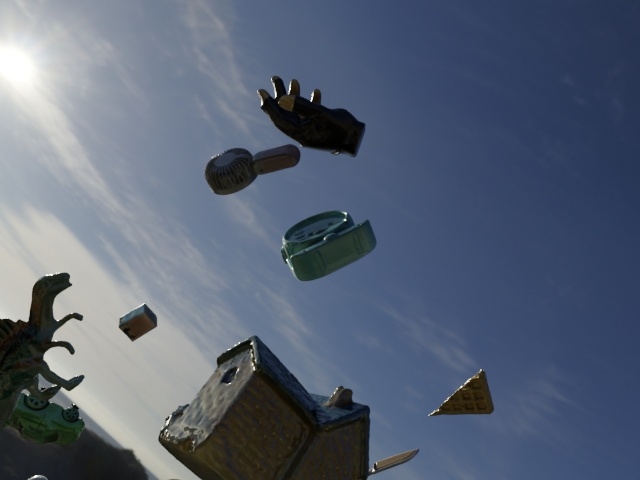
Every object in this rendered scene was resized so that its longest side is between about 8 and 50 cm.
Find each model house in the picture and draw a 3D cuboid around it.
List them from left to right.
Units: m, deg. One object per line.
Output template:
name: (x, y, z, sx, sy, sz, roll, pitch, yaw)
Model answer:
model house: (-0.117, 0.437, 1.274, 0.334, 0.343, 0.382, -8, -52, 51)

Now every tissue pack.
tissue pack: (-0.548, 0.246, 1.633, 0.074, 0.094, 0.059, 58, 3, -32)

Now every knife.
knife: (0.156, 0.628, 1.504, 0.022, 0.256, 0.046, 62, 13, -2)

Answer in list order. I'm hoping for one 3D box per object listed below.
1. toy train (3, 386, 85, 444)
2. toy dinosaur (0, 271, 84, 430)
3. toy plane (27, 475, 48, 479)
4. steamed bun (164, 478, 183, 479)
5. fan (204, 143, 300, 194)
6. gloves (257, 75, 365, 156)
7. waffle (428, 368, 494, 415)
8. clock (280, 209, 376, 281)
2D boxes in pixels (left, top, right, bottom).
toy train: (-0.521, 0.337, 1.006, 0.149, 0.081, 0.099, 32, -52, -9)
toy dinosaur: (-0.296, 0.118, 0.516, 0.106, 0.187, 0.044, 54, -2, -17)
toy plane: (-0.664, 0.622, 1.218, 0.080, 0.174, 0.174, 13, -32, 3)
steamed bun: (-0.283, 0.526, 0.923, 0.177, 0.228, 0.131, 6, -44, 53)
fan: (-0.164, -0.179, 1.308, 0.244, 0.130, 0.074, -10, -51, 17)
gloves: (-0.025, -0.315, 1.391, 0.301, 0.152, 0.197, 39, 4, 2)
waffle: (0.363, 0.410, 1.458, 0.191, 0.032, 0.125, -14, -89, 37)
clock: (0.000, 0.000, 1.410, 0.274, 0.223, 0.094, 34, -33, 64)
